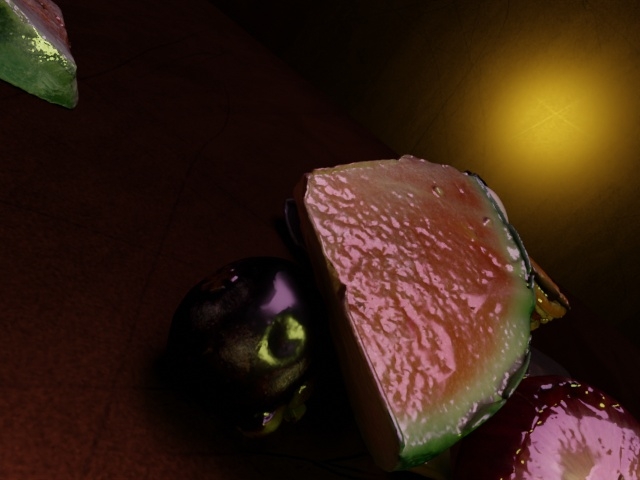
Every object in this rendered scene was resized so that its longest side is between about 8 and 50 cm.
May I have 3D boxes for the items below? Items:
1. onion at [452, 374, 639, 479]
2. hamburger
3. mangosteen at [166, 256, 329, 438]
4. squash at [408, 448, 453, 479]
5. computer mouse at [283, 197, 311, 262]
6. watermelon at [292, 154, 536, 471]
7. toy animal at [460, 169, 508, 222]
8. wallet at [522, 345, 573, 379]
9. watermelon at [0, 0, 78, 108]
[{"bbox_3d":[0.225,0.246,0.502,0.248,0.248,0.161,41,-16,7],"label":"onion"},{"bbox_3d":[0.422,0.106,1.253,0.244,0.163,0.244,42,13,-12],"label":"hamburger"},{"bbox_3d":[-0.051,0.091,0.458,0.137,0.137,0.151,-85,151,-68],"label":"mangosteen"},{"bbox_3d":[0.107,0.173,0.627,0.090,0.075,0.200,19,43,-3],"label":"squash"},{"bbox_3d":[0.000,0.000,0.853,0.106,0.062,0.192,21,19,-40],"label":"computer mouse"},{"bbox_3d":[0.104,0.042,0.548,0.319,0.222,0.292,82,-13,-68],"label":"watermelon"},{"bbox_3d":[0.234,-0.006,1.046,0.251,0.251,0.310,39,26,1],"label":"toy animal"},{"bbox_3d":[0.390,0.232,1.074,0.310,0.042,0.165,33,17,-17],"label":"wallet"},{"bbox_3d":[-0.386,-0.279,0.769,0.154,0.094,0.241,36,14,-33],"label":"watermelon"}]
